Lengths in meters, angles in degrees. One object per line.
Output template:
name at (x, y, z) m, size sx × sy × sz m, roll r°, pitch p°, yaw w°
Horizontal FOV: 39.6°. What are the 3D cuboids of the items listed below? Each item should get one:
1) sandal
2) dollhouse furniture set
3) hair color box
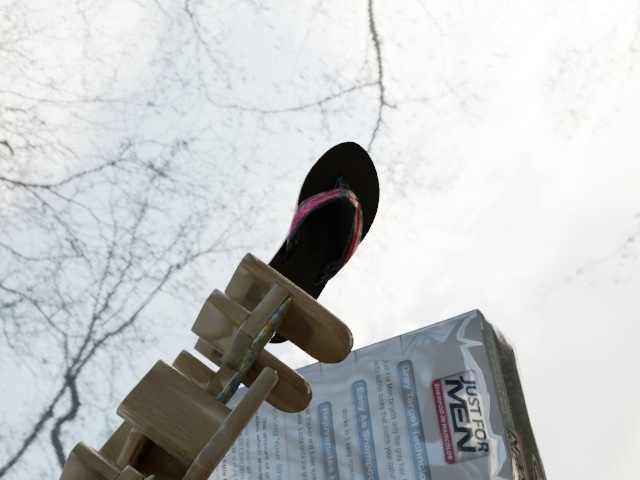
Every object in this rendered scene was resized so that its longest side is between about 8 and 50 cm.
sandal at (0.000, 0.000, 0.693) m, size 0.179 × 0.067 × 0.040 m, roll -61°, pitch 11°, yaw -19°
dollhouse furniture set at (-0.070, 0.177, 0.567) m, size 0.212 × 0.161 × 0.242 m, roll -51°, pitch -5°, yaw -42°
hair color box at (0.014, 0.219, 0.844) m, size 0.374 × 0.186 × 0.113 m, roll -22°, pitch -34°, yaw 23°
